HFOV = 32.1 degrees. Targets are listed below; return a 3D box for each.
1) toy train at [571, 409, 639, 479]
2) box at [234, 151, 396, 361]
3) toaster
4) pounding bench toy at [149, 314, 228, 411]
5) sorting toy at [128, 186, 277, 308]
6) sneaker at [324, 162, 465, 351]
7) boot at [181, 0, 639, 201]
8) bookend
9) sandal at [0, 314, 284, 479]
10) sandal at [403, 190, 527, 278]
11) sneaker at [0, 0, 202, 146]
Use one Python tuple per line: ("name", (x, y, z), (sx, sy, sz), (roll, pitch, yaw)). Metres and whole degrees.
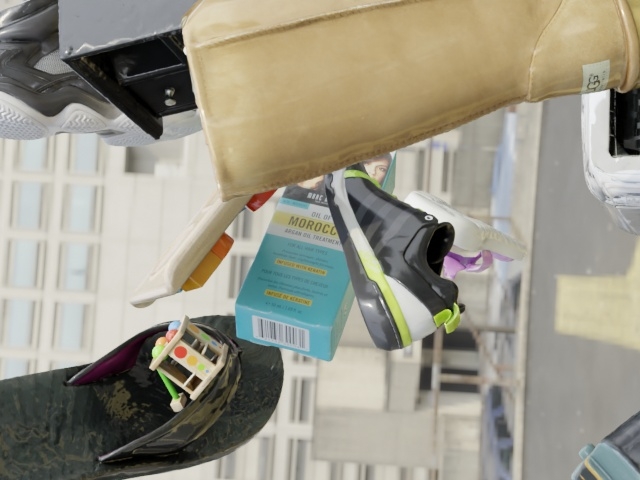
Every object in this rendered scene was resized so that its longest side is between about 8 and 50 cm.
("toy train", (0.442, 0.237, 1.335), (0.142, 0.334, 0.190), (51, 157, 24))
("box", (0.000, 0.000, 1.135), (0.060, 0.101, 0.244), (91, -164, -51))
("toaster", (0.281, -0.111, 0.897), (0.146, 0.129, 0.226), (13, -100, -65))
("pounding bench toy", (-0.148, 0.130, 1.155), (0.083, 0.065, 0.052), (-50, 10, 13))
("sorting toy", (-0.088, -0.019, 0.990), (0.193, 0.038, 0.208), (-53, 8, -17))
("sneaker", (0.070, 0.004, 0.976), (0.234, 0.097, 0.084), (-105, -6, -46))
("boot", (0.045, -0.157, 0.678), (0.089, 0.270, 0.236), (82, 174, -57))
("bookend", (-0.095, -0.154, 0.860), (0.157, 0.156, 0.072), (46, -144, -66))
("sandal", (-0.188, 0.168, 1.184), (0.167, 0.446, 0.107), (54, 131, 18))
("sandal", (0.200, 0.002, 1.714), (0.102, 0.169, 0.416), (-61, -24, 5))
("sneaker", (-0.233, -0.182, 1.147), (0.101, 0.269, 0.153), (-14, 79, 55))
